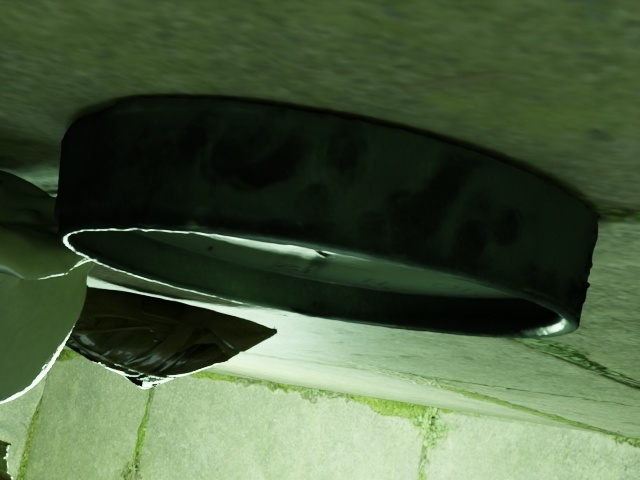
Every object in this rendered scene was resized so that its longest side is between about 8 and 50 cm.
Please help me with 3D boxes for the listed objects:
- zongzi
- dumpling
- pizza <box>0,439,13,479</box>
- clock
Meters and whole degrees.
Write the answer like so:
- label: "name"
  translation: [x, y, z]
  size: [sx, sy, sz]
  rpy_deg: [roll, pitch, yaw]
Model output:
- label: "zongzi"
  translation: [-0.160, 0.077, 1.039]
  size: [0.178, 0.081, 0.189]
  rpy_deg: [-15, 150, 25]
- label: "dumpling"
  translation: [-0.163, 0.017, 0.541]
  size: [0.151, 0.124, 0.229]
  rpy_deg: [-20, 177, -5]
- label: "pizza"
  translation: [-0.511, 0.234, 1.189]
  size: [0.268, 0.087, 0.258]
  rpy_deg: [20, 163, -37]
- label: "clock"
  translation: [0.000, 0.000, 0.449]
  size: [0.226, 0.048, 0.226]
  rpy_deg: [10, 169, 2]
